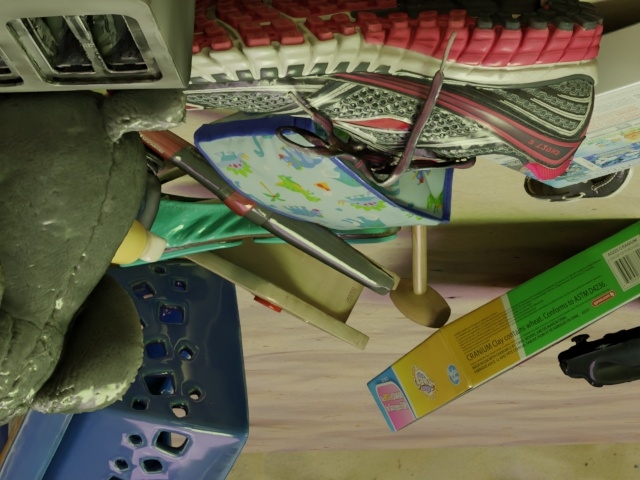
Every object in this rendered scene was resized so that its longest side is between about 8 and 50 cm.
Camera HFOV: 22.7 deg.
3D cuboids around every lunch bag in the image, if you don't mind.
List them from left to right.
[{"bbox_3d":[0.004,-0.064,1.150,0.151,0.096,0.129,13,168,-43],"label":"lunch bag"}]

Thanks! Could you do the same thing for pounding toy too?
[{"bbox_3d":[0.000,0.000,1.474,0.154,0.154,0.269,25,175,43],"label":"pounding toy"}]

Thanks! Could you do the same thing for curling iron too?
[{"bbox_3d":[-0.057,-0.033,1.232,0.274,0.035,0.068,28,169,-14],"label":"curling iron"}]

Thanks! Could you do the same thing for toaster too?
[{"bbox_3d":[-0.154,-0.148,0.826,0.168,0.110,0.185,-2,165,3],"label":"toaster"}]

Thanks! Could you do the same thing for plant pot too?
[{"bbox_3d":[-0.216,0.161,1.652,0.212,0.236,0.236,13,133,-21],"label":"plant pot"}]

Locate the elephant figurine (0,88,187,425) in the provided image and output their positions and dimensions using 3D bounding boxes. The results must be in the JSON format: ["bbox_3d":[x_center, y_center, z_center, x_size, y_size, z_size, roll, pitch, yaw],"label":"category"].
[{"bbox_3d":[-0.183,0.038,0.927,0.169,0.239,0.186,8,165,-11],"label":"elephant figurine"}]

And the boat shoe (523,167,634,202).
[{"bbox_3d":[0.212,-0.056,1.314,0.038,0.046,0.125,1,174,-24],"label":"boat shoe"}]

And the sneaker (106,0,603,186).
[{"bbox_3d":[0.020,-0.089,0.961,0.299,0.112,0.121,1,-156,-1],"label":"sneaker"}]

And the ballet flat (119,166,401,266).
[{"bbox_3d":[-0.059,-0.031,1.312,0.247,0.087,0.083,-5,-175,11],"label":"ballet flat"}]

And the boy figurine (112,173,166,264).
[{"bbox_3d":[-0.203,-0.015,1.167,0.177,0.092,0.285,18,-168,9],"label":"boy figurine"}]

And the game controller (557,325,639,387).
[{"bbox_3d":[0.416,0.106,1.811,0.319,0.067,0.166,-6,158,-43],"label":"game controller"}]

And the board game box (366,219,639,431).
[{"bbox_3d":[0.195,0.096,1.641,0.242,0.064,0.316,-27,172,-17],"label":"board game box"}]

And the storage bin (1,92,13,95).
[{"bbox_3d":[-0.264,-0.109,1.022,0.122,0.084,0.180,12,162,-38],"label":"storage bin"}]

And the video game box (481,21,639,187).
[{"bbox_3d":[0.213,-0.095,1.098,0.205,0.048,0.187,-16,162,29],"label":"video game box"}]
